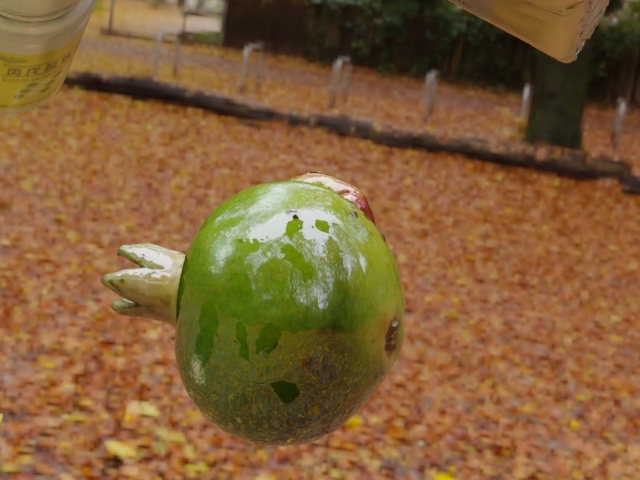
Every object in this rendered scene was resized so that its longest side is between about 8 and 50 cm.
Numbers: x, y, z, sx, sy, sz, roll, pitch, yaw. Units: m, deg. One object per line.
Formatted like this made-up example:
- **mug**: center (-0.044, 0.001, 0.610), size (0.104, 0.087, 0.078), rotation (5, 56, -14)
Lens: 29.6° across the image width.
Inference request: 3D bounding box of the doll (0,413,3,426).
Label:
- **doll**: center (-0.459, 0.179, 1.268), size (0.269, 0.166, 0.162), rotation (45, -13, -27)

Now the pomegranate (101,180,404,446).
- **pomegranate**: center (-0.086, 0.083, 1.394), size (0.359, 0.309, 0.216), rotation (11, 13, 11)

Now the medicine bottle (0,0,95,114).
- **medicine bottle**: center (-0.288, -0.230, 1.144), size (0.143, 0.143, 0.258), rotation (4, -20, -20)

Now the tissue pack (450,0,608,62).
- **tissue pack**: center (0.094, -0.248, 0.819), size (0.257, 0.123, 0.215), rotation (32, -10, 10)

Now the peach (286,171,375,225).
- **peach**: center (0.000, 0.000, 1.927), size (0.197, 0.197, 0.197), rotation (8, 12, -2)
